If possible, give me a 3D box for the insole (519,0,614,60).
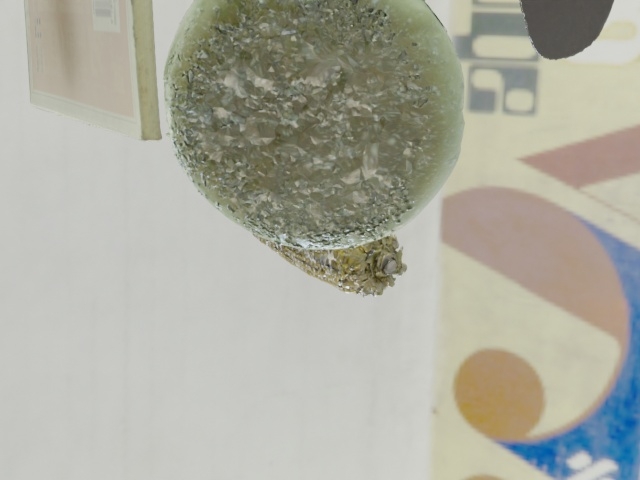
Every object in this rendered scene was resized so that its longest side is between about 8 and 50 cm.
[{"bbox_3d":[0.230,-0.297,1.034,0.111,0.007,0.327,-16,-45,-13],"label":"insole"}]

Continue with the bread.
[{"bbox_3d":[-0.008,-0.108,0.959,0.040,0.267,0.266,-72,-24,-61],"label":"bread"}]

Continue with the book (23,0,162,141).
[{"bbox_3d":[-0.146,-0.154,0.703,0.018,0.242,0.170,-8,-75,-26],"label":"book"}]

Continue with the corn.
[{"bbox_3d":[0.000,0.000,1.657,0.115,0.318,0.115,-12,-69,-32],"label":"corn"}]
